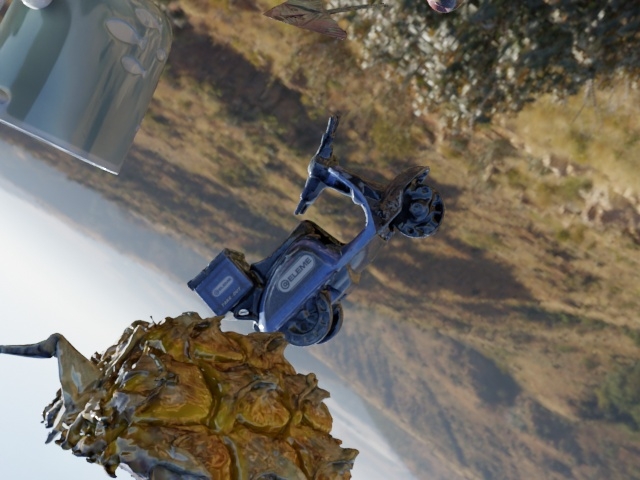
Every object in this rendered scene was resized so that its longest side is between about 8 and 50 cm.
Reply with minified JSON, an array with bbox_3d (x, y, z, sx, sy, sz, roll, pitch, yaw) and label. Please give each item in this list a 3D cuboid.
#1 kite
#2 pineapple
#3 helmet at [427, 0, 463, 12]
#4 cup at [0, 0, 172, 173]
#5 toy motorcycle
[{"bbox_3d":[0.010,-0.256,0.873,0.137,0.152,0.005,-114,22,-46],"label":"kite"},{"bbox_3d":[-0.107,0.113,0.580,0.334,0.161,0.158,19,163,40],"label":"pineapple"},{"bbox_3d":[0.202,-0.387,1.232,0.065,0.049,0.084,-16,162,40],"label":"helmet"},{"bbox_3d":[-0.403,-0.292,1.199,0.259,0.275,0.356,23,176,16],"label":"cup"},{"bbox_3d":[0.000,0.000,1.089,0.212,0.358,0.125,46,-176,14],"label":"toy motorcycle"}]
